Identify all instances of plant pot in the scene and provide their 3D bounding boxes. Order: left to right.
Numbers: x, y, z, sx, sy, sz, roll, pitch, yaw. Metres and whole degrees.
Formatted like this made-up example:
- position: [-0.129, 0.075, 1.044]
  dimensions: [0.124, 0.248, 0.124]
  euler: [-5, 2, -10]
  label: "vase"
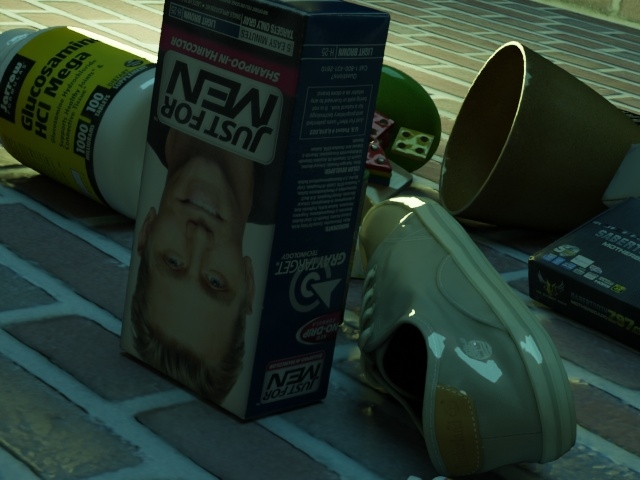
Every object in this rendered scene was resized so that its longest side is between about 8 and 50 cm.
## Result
- position: [0.319, -0.104, 1.886]
  dimensions: [0.254, 0.237, 0.237]
  euler: [19, 15, -14]
  label: "plant pot"

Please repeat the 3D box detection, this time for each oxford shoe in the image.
- position: [0.088, 0.074, 1.299]
  dimensions: [0.130, 0.169, 0.449]
  euler: [-17, 23, -8]
  label: "oxford shoe"

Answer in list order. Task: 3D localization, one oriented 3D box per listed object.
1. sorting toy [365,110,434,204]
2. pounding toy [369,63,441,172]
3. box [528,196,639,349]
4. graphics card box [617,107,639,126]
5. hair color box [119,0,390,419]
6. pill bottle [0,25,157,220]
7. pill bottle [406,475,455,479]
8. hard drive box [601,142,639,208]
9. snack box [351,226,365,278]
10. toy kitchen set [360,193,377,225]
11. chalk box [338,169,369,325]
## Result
- position: [0.032, -0.093, 1.808]
  dimensions: [0.132, 0.046, 0.274]
  euler: [35, 53, 24]
  label: "sorting toy"
- position: [0.038, -0.147, 1.985]
  dimensions: [0.237, 0.183, 0.110]
  euler: [14, 44, 18]
  label: "pounding toy"
- position: [0.372, 0.043, 1.578]
  dimensions: [0.183, 0.059, 0.233]
  euler: [-27, 37, -32]
  label: "box"
- position: [0.445, -0.138, 2.220]
  dimensions: [0.233, 0.094, 0.371]
  euler: [-6, 22, -41]
  label: "graphics card box"
- position: [-0.062, -0.042, 1.242]
  dimensions: [0.174, 0.347, 0.105]
  euler: [23, 22, 40]
  label: "hair color box"
- position: [-0.279, -0.154, 1.759]
  dimensions: [0.188, 0.188, 0.334]
  euler: [-9, 24, -44]
  label: "pill bottle"
- position: [0.101, 0.200, 1.066]
  dimensions: [0.083, 0.043, 0.043]
  euler: [15, 18, 19]
  label: "pill bottle"
- position: [0.468, -0.040, 1.703]
  dimensions: [0.181, 0.089, 0.232]
  euler: [32, -9, -14]
  label: "hard drive box"
- position: [0.000, 0.000, 1.657]
  dimensions: [0.100, 0.037, 0.141]
  euler: [6, 19, -12]
  label: "snack box"
- position: [0.036, -0.014, 1.610]
  dimensions: [0.083, 0.075, 0.068]
  euler: [45, 5, -32]
  label: "toy kitchen set"
- position: [-0.046, -0.020, 1.404]
  dimensions: [0.132, 0.213, 0.132]
  euler: [17, 19, 26]
  label: "chalk box"
